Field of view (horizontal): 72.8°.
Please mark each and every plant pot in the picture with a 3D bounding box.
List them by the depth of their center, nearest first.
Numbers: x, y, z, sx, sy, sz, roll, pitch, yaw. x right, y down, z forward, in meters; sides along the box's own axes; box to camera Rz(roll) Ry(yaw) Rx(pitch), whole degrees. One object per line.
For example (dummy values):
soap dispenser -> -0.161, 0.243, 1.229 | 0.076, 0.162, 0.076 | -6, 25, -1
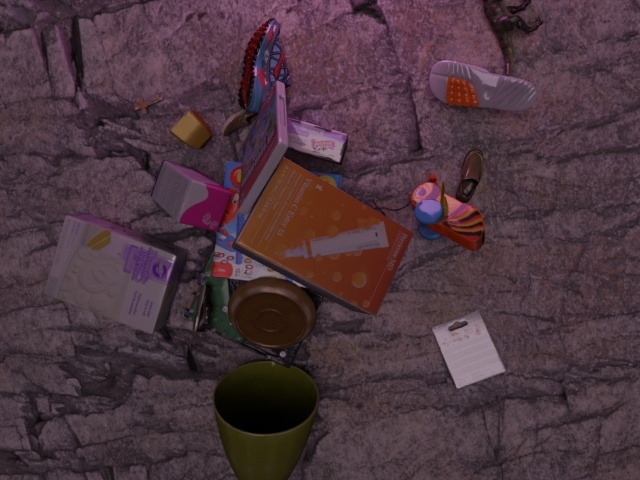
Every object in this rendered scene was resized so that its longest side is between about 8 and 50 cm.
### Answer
plant pot -> -0.128, 0.201, 1.129 | 0.236, 0.032, 0.236 | 1, 120, 2
plant pot -> -0.343, -0.294, 1.181 | 0.081, 0.081, 0.083 | -44, 103, 7
plant pot -> -0.149, 0.533, 1.182 | 0.275, 0.275, 0.293 | 6, 112, 4

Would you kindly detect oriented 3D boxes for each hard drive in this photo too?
hard drive -> -0.188, 0.181, 1.225 | 0.339, 0.064, 0.237 | 24, 97, 1

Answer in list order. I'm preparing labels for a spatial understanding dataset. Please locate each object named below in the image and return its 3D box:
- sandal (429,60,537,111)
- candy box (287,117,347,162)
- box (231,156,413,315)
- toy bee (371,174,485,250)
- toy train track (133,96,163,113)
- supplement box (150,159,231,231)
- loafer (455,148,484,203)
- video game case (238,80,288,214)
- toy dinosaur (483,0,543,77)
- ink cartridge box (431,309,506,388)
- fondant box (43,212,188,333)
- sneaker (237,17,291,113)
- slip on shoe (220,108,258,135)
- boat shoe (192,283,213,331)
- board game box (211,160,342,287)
sandal -> 0.411, -0.388, 1.113 | 0.265, 0.076, 0.102 | 20, 119, 14
candy box -> -0.017, -0.249, 1.098 | 0.165, 0.196, 0.070 | 17, 99, 1
box -> 0.000, 0.000, 1.008 | 0.345, 0.168, 0.215 | 28, 79, -11
toy bee -> 0.293, -0.095, 1.114 | 0.298, 0.195, 0.162 | 29, 73, 11
toy train track -> -0.479, -0.381, 1.212 | 0.083, 0.014, 0.048 | -22, 87, 0
supplement box -> -0.338, -0.119, 1.119 | 0.111, 0.220, 0.114 | 15, 100, -41
loafer -> 0.401, -0.170, 1.150 | 0.056, 0.050, 0.148 | 11, 97, 3
video game case -> -0.135, -0.223, 1.011 | 0.025, 0.285, 0.204 | 20, 128, -24
toy dinosaur -> 0.485, -0.560, 1.101 | 0.118, 0.064, 0.268 | -20, 96, 13
ink cartridge box -> 0.410, 0.304, 1.216 | 0.145, 0.045, 0.179 | -23, 76, 7
fondant box -> -0.575, 0.089, 1.229 | 0.330, 0.096, 0.238 | 20, 97, 1
sneaker -> -0.137, -0.450, 1.152 | 0.125, 0.104, 0.262 | 16, 82, -37
slip on shoe -> -0.212, -0.327, 1.181 | 0.135, 0.051, 0.041 | -41, 87, 0
boat shoe -> -0.317, 0.184, 1.185 | 0.042, 0.049, 0.133 | 9, 90, -25
board game box -> -0.111, -0.036, 1.147 | 0.308, 0.086, 0.302 | 6, 85, 0
